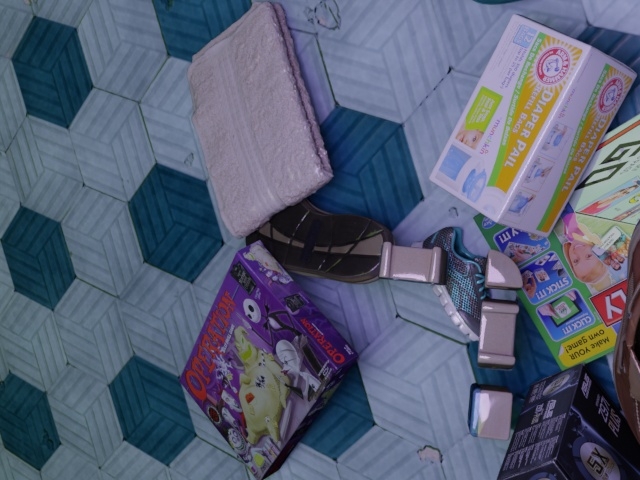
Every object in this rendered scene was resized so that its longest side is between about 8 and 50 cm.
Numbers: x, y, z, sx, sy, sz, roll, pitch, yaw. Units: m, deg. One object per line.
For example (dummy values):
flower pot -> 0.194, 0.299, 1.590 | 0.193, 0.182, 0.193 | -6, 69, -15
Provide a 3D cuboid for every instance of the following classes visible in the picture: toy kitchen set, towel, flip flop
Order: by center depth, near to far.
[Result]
toy kitchen set -> 0.143, 0.114, 1.079 | 0.166, 0.122, 0.207 | 5, 85, 9
flip flop -> 0.000, 0.000, 1.230 | 0.277, 0.080, 0.112 | 15, 82, 43
towel -> -0.090, -0.166, 1.248 | 0.187, 0.049, 0.282 | -31, 68, 37

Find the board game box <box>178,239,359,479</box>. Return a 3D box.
board game box -> -0.086, 0.181, 1.296 | 0.208, 0.056, 0.347 | 51, 141, 20

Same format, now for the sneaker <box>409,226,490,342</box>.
sneaker -> 0.182, 0.054, 1.136 | 0.076, 0.065, 0.166 | -41, 80, 26

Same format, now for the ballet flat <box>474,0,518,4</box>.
ballet flat -> 0.299, -0.348, 0.945 | 0.348, 0.123, 0.123 | -14, 92, 37

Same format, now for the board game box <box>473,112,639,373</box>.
board game box -> 0.349, -0.013, 1.012 | 0.317, 0.046, 0.214 | -35, 79, 35

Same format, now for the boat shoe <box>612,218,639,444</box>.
boat shoe -> 0.357, 0.123, 0.944 | 0.123, 0.116, 0.324 | -1, 122, 22

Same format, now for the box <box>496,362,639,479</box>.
box -> 0.283, 0.249, 1.010 | 0.077, 0.180, 0.147 | -32, 99, 35

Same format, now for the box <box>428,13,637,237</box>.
box -> 0.228, -0.122, 0.998 | 0.114, 0.103, 0.203 | 38, 108, 43
